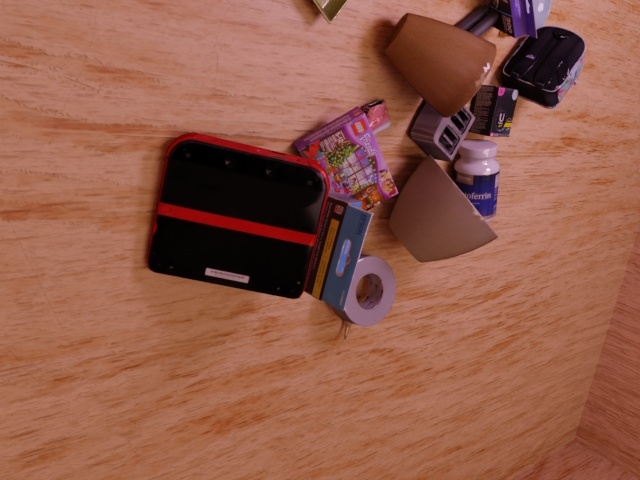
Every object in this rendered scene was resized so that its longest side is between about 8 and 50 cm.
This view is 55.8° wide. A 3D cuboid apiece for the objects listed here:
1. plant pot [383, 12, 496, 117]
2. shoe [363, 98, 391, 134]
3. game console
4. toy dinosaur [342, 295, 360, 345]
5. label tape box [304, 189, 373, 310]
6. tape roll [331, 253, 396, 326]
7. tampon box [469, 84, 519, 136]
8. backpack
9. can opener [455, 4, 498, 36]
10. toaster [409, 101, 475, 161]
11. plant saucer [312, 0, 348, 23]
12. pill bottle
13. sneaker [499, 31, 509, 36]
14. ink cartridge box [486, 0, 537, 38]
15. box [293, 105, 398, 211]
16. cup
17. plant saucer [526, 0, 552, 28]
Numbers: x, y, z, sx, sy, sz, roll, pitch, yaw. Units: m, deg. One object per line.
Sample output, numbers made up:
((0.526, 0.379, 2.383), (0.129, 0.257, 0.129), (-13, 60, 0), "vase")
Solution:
((0.311, -0.508, 1.676), (0.254, 0.237, 0.237), (29, 88, -15), "plant pot")
((0.127, -0.335, 1.711), (0.178, 0.063, 0.081), (-34, 123, -30), "shoe")
((-0.190, -0.053, 1.421), (0.386, 0.060, 0.342), (12, 107, -8), "game console")
((0.101, 0.243, 1.956), (0.093, 0.053, 0.183), (1, 100, -27), "toy dinosaur")
((0.000, 0.000, 1.538), (0.115, 0.348, 0.249), (3, 106, -47), "label tape box")
((0.132, 0.154, 1.882), (0.219, 0.072, 0.219), (-4, 96, -36), "tape roll")
((0.579, -0.437, 2.037), (0.120, 0.101, 0.161), (-8, 113, -40), "tampon box")
((0.768, -0.591, 2.056), (0.253, 0.225, 0.191), (-56, 153, -4), "backpack")
((0.435, -0.617, 1.870), (0.283, 0.076, 0.095), (-41, 163, -22), "can opener")
((0.377, -0.359, 1.886), (0.186, 0.110, 0.168), (33, 84, -44), "toaster")
((0.015, -0.665, 1.474), (0.188, 0.045, 0.188), (-55, 134, -10), "plant saucer")
((0.529, -0.201, 2.061), (0.153, 0.153, 0.264), (-21, 120, -34), "pill bottle")
((0.620, -0.753, 1.967), (0.067, 0.064, 0.175), (-16, 116, -26), "sneaker")
((0.571, -0.725, 1.835), (0.045, 0.208, 0.206), (-27, 127, -3), "ink cartridge box")
((0.076, -0.198, 1.673), (0.201, 0.057, 0.293), (-30, 130, 0), "box")
((0.354, -0.068, 1.887), (0.237, 0.331, 0.331), (-39, 136, 13), "cup")
((0.714, -0.806, 2.043), (0.195, 0.037, 0.195), (-18, 120, -35), "plant saucer")
